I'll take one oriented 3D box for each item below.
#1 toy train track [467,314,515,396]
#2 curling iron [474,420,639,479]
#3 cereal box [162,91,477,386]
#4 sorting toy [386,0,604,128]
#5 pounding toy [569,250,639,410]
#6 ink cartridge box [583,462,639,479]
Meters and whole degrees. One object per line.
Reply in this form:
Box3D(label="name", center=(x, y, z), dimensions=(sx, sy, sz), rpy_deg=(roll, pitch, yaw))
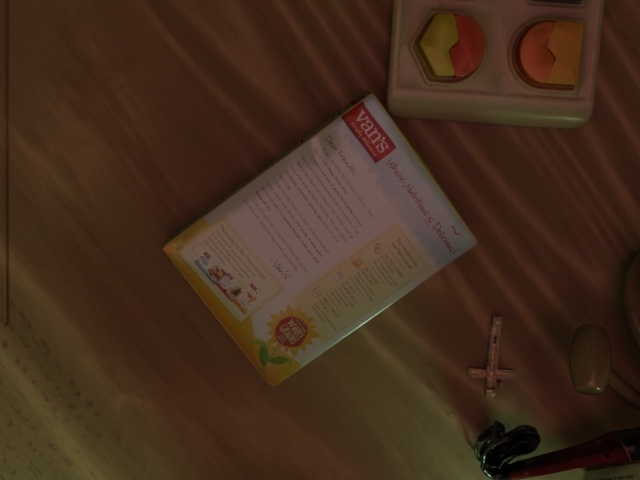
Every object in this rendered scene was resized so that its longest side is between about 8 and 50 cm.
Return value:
Box3D(label="toy train track", center=(0.171, 0.115, 0.893), dimensions=(0.048, 0.014, 0.083), rpy_deg=(2, 101, -3))
Box3D(label="curling iron", center=(0.275, 0.189, 0.853), dimensions=(0.273, 0.035, 0.068), rpy_deg=(-12, 130, 22))
Box3D(label="cereal box", center=(0.000, 0.000, 0.846), dimensions=(0.240, 0.047, 0.173), rpy_deg=(-35, 101, 4))
Box3D(label="sorting toy", center=(0.162, -0.208, 0.815), dimensions=(0.192, 0.038, 0.208), rpy_deg=(3, 101, -3))
Box3D(label="pounding toy", center=(0.357, 0.080, 0.866), dimensions=(0.269, 0.155, 0.154), rpy_deg=(7, 73, -13))
Box3D(label="ink cartridge box", center=(0.327, 0.376, 0.836), dimensions=(0.201, 0.117, 0.278), rpy_deg=(24, 67, -7))
